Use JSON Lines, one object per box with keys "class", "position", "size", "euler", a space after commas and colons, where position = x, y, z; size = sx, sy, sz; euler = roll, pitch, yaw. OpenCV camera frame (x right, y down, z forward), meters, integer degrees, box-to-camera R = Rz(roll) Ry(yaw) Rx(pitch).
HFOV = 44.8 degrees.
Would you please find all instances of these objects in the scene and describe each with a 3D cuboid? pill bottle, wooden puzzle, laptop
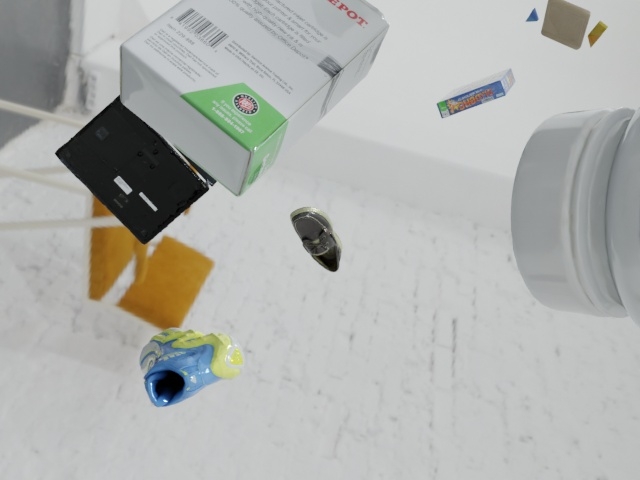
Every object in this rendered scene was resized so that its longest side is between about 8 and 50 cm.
{"class": "pill bottle", "position": [0.333, -0.018, 0.540], "size": [0.361, 0.204, 0.204], "euler": [4, -106, 45]}
{"class": "wooden puzzle", "position": [0.371, -0.328, 1.171], "size": [0.014, 0.116, 0.078], "euler": [-49, 165, -24]}
{"class": "laptop", "position": [-0.310, -0.173, 1.465], "size": [0.264, 0.234, 0.136], "euler": [-40, -165, 6]}

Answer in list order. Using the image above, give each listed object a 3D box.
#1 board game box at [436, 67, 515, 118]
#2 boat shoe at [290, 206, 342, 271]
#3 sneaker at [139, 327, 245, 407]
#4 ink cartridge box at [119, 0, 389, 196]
{"class": "board game box", "position": [0.328, -0.310, 1.622], "size": [0.035, 0.136, 0.201], "euler": [68, 25, -11]}
{"class": "boat shoe", "position": [0.000, 0.000, 1.213], "size": [0.152, 0.056, 0.049], "euler": [46, 26, -52]}
{"class": "sneaker", "position": [-0.222, 0.182, 1.113], "size": [0.126, 0.240, 0.091], "euler": [-23, 94, -44]}
{"class": "ink cartridge box", "position": [-0.082, -0.231, 1.007], "size": [0.289, 0.211, 0.121], "euler": [-46, 171, -28]}
